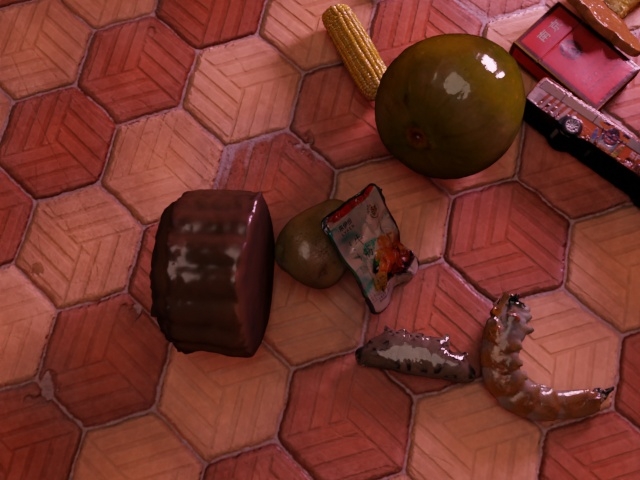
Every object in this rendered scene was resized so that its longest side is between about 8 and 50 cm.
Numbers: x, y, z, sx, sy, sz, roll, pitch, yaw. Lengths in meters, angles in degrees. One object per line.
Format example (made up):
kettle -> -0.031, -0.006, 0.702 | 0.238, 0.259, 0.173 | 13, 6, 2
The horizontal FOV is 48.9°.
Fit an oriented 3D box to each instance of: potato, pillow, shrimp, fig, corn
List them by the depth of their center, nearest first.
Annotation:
shrimp -> 0.417, 0.257, 1.376 | 0.287, 0.068, 0.185 | 42, 82, 10
pillow -> 0.191, 0.223, 1.403 | 0.241, 0.051, 0.093 | 8, 75, 7
potato -> 0.000, 0.000, 1.423 | 0.157, 0.157, 0.194 | 34, 81, 11
fig -> 0.279, -0.285, 1.436 | 0.316, 0.316, 0.316 | -1, 74, 2
corn -> 0.085, -0.419, 1.573 | 0.081, 0.081, 0.248 | -25, 74, -5

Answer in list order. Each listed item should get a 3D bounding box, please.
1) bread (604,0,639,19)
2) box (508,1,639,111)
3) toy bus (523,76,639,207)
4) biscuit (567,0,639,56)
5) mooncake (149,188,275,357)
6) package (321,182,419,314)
bread -> 0.703, -0.572, 1.593 | 0.109, 0.080, 0.084 | -38, 75, -10
box -> 0.557, -0.394, 1.553 | 0.153, 0.074, 0.240 | -43, 76, -7
toy bus -> 0.603, -0.189, 1.483 | 0.409, 0.093, 0.092 | 39, 77, 10
biscuit -> 0.623, -0.495, 1.562 | 0.144, 0.040, 0.236 | -23, 72, -40
mooncake -> -0.197, 0.059, 1.331 | 0.187, 0.324, 0.324 | 2, 74, 6
package -> 0.110, 0.018, 1.401 | 0.166, 0.040, 0.232 | -37, 109, -29
